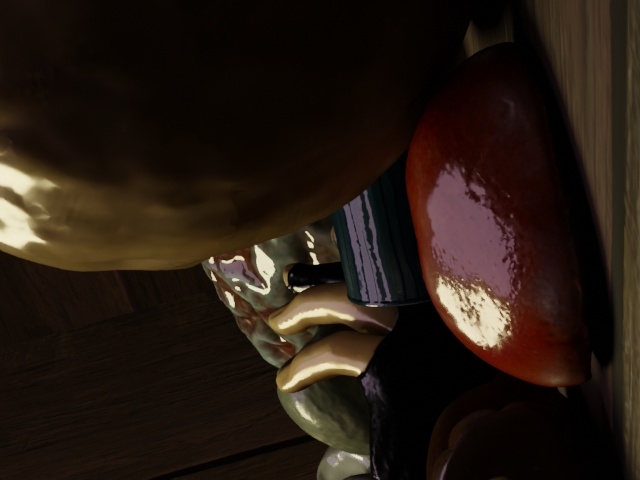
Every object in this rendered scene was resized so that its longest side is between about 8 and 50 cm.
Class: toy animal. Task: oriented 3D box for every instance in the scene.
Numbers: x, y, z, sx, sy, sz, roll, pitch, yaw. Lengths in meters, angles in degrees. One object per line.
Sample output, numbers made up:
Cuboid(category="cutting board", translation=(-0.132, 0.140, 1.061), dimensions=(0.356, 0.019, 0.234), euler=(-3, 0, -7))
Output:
Cuboid(category="toy animal", translation=(0.062, 0.167, 1.332), dimensions=(0.236, 0.108, 0.138), euler=(53, -140, 4))

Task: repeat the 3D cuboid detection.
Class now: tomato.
Cuboid(category="tomato", translation=(0.092, -0.005, 0.851), dimensions=(0.166, 0.082, 0.174), euler=(80, 176, -65))

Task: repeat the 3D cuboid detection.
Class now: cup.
Cuboid(category="cup", translation=(0.058, -0.040, 1.129), dimensions=(0.150, 0.113, 0.138), euler=(-121, 17, -77))

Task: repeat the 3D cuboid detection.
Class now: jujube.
Cuboid(category="jujube", translation=(0.000, 0.000, 1.452), dimensions=(0.317, 0.226, 0.226), euler=(73, 180, -52))

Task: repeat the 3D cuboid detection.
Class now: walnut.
Cuboid(category="walnut", translation=(-0.092, -0.154, 0.914), dimensions=(0.381, 0.381, 0.381), euler=(165, 90, -88))

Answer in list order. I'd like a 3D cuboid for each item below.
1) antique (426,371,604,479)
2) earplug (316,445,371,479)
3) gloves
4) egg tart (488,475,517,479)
Cuboid(category="antique", translation=(0.129, 0.209, 0.968), dimensions=(0.143, 0.121, 0.257), euler=(-69, -35, -81))
Cuboid(category="earplug", translation=(0.105, 0.303, 1.824), dimensions=(0.214, 0.175, 0.325), euler=(39, -175, -19))
Cuboid(category="gloves", translation=(0.069, 0.103, 1.201), dimensions=(0.301, 0.152, 0.197), euler=(51, -171, 35))
Cuboid(category="egg tart", translation=(0.142, 0.248, 0.612), dimensions=(0.345, 0.132, 0.345), euler=(166, 90, -88))
